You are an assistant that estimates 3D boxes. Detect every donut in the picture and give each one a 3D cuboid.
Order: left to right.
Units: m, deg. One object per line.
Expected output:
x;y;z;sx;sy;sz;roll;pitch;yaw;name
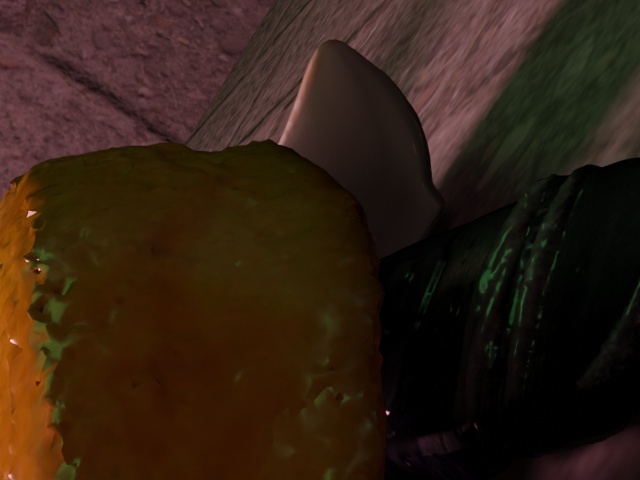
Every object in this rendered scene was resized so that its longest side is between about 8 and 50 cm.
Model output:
-0.046;0.084;0.464;0.253;0.118;0.253;-175;90;-71;donut

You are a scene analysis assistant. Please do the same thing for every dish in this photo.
0.000;0.000;0.715;0.151;0.077;0.212;-55;-3;4;dish

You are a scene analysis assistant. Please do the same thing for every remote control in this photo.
0.046;0.040;0.512;0.266;0.066;0.090;-27;45;63;remote control
